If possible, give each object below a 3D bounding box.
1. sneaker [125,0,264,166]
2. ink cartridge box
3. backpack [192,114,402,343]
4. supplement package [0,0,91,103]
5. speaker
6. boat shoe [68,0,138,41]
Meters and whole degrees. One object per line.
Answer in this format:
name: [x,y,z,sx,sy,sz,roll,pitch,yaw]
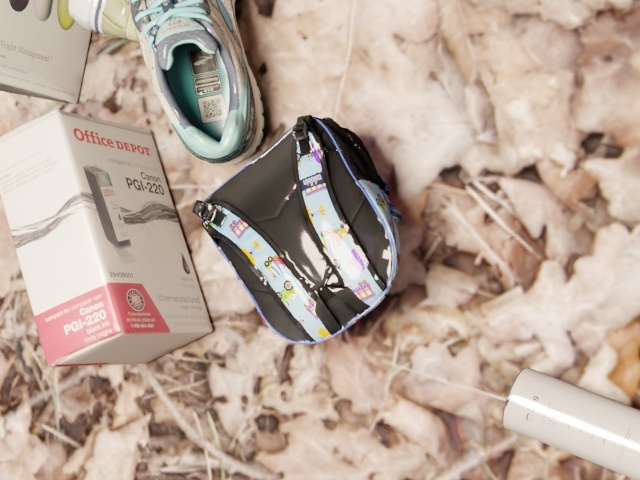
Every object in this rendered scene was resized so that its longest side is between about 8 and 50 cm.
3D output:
sneaker: [-0.120,-0.202,1.192,0.110,0.122,0.283,-21,97,3]
ink cartridge box: [-0.203,0.000,1.234,0.092,0.158,0.218,-26,76,23]
backpack: [0.000,0.000,1.162,0.158,0.117,0.173,-38,71,17]
supplement package: [-0.329,-0.256,1.292,0.149,0.194,0.203,12,92,25]
speaker: [0.221,0.152,1.081,0.136,0.055,0.055,19,94,25]
boat shoe: [-0.149,-0.336,1.280,0.094,0.109,0.302,22,100,0]
